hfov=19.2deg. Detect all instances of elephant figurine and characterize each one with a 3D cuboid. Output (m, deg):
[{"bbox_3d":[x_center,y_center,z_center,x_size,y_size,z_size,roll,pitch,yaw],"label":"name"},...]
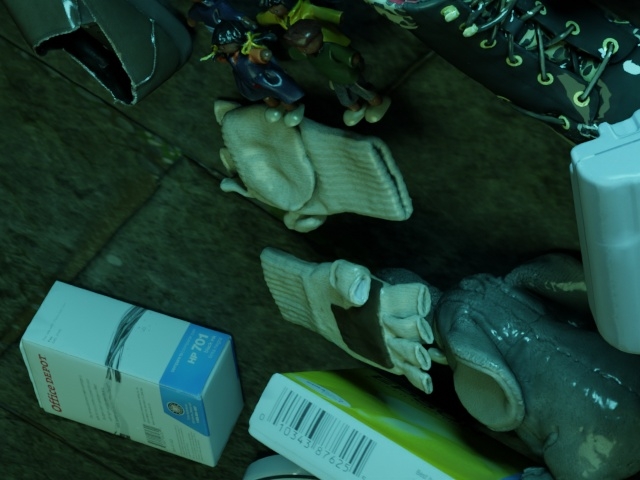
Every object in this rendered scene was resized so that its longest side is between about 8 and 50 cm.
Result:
[{"bbox_3d":[0.157,0.090,1.483,0.239,0.169,0.186,45,118,-2],"label":"elephant figurine"}]

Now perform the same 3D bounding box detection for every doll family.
[{"bbox_3d":[-0.034,-0.141,1.335,0.193,0.076,0.111,-2,145,42],"label":"doll family"}]

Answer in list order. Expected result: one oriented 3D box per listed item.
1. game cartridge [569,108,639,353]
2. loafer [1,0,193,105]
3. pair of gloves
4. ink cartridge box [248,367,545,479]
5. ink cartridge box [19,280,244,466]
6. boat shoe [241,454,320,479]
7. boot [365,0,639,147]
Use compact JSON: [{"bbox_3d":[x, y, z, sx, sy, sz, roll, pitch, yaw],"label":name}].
[{"bbox_3d":[0.297,-0.032,1.119,0.294,0.060,0.196,-19,145,-1],"label":"game cartridge"},{"bbox_3d":[-0.194,-0.178,1.386,0.220,0.078,0.080,35,148,-15],"label":"loafer"},{"bbox_3d":[0.000,0.000,1.467,0.204,0.042,0.240,21,139,43],"label":"pair of gloves"},{"bbox_3d":[0.129,0.203,1.608,0.304,0.072,0.307,28,-169,20],"label":"ink cartridge box"},{"bbox_3d":[-0.181,0.131,1.841,0.191,0.082,0.139,18,148,15],"label":"ink cartridge box"},{"bbox_3d":[0.044,0.297,1.906,0.306,0.105,0.113,11,146,23],"label":"boat shoe"},{"bbox_3d":[0.126,-0.119,1.125,0.236,0.085,0.178,33,-173,32],"label":"boot"}]
